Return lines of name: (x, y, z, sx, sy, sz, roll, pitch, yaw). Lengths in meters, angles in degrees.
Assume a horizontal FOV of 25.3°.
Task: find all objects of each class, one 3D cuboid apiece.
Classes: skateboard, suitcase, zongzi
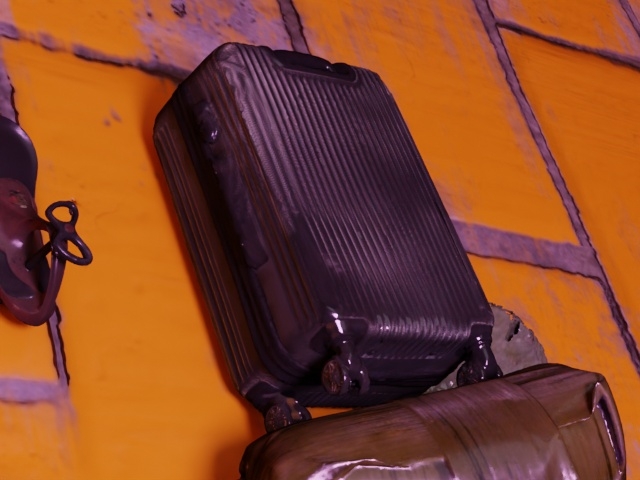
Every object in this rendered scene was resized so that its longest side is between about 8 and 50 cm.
skateboard: (-0.200, -0.018, 0.956, 0.067, 0.080, 0.151, 6, 55, -50)
suitcase: (0.000, 0.000, 1.099, 0.202, 0.128, 0.312, 5, 54, -42)
zongzi: (0.089, 0.250, 0.986, 0.286, 0.138, 0.300, -11, 104, -22)

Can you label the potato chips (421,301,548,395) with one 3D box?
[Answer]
potato chips: (0.170, 0.156, 1.190, 0.167, 0.059, 0.228, -25, 81, -46)
